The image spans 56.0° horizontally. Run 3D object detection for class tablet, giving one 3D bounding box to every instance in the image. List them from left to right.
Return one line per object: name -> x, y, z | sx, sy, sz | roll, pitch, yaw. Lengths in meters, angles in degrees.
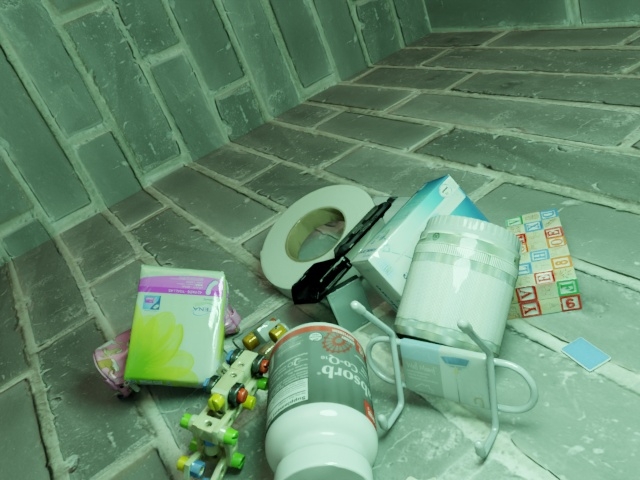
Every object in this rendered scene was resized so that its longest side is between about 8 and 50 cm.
tablet -> 0.525, 0.225, 1.193 | 0.054, 0.006, 0.083 | -27, 29, -10

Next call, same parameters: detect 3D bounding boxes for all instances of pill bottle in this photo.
pill bottle -> 0.000, 0.342, 1.153 | 0.210, 0.210, 0.363 | -18, 29, 8

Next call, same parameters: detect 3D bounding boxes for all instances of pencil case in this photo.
pencil case -> -0.410, 0.269, 1.637 | 0.386, 0.160, 0.167 | -30, 73, -16

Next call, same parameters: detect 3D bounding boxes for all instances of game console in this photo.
game console -> 0.064, 0.028, 1.550 | 0.361, 0.044, 0.213 | -47, 10, -18

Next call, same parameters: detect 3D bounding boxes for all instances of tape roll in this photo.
tape roll -> 0.000, 0.000, 1.779 | 0.392, 0.072, 0.392 | -20, 43, 21

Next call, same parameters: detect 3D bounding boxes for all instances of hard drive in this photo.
hard drive -> 0.073, 0.162, 1.492 | 0.094, 0.135, 0.022 | -29, 30, -11

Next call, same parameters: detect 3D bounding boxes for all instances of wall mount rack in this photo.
wall mount rack -> 0.199, 0.229, 1.088 | 0.350, 0.304, 0.130 | 5, 28, 35

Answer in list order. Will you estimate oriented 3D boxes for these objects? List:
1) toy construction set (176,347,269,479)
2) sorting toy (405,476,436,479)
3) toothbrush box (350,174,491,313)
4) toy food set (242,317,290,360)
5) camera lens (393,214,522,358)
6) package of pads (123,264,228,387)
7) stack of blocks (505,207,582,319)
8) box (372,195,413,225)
toy construction set -> -0.193, 0.360, 1.296 | 0.151, 0.215, 0.328 | 5, 27, 5
sorting toy -> 0.170, 0.439, 1.042 | 0.083, 0.045, 0.075 | -9, 23, 25
toothbrush box -> 0.254, 0.025, 1.435 | 0.295, 0.216, 0.126 | -44, 8, -15
toy food set -> -0.099, 0.239, 1.492 | 0.104, 0.111, 0.232 | -39, 1, -29
camera lens -> 0.285, 0.109, 1.254 | 0.219, 0.219, 0.274 | 7, 75, 43
package of pads -> -0.353, 0.218, 1.523 | 0.229, 0.101, 0.297 | 5, 72, -3
stack of blocks -> 0.501, 0.050, 1.431 | 0.171, 0.087, 0.297 | -12, 30, 20
box -> 0.251, -0.054, 1.794 | 0.290, 0.087, 0.169 | 5, 38, 41
